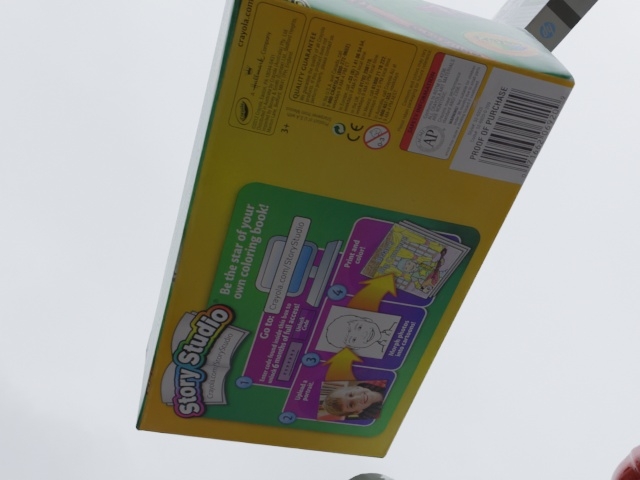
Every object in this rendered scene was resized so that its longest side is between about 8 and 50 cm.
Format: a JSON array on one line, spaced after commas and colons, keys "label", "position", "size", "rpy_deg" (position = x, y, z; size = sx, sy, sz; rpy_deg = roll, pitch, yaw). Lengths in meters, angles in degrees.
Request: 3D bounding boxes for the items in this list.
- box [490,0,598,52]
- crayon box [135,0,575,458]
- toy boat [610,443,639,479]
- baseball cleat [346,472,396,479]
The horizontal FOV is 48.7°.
[{"label": "box", "position": [0.176, -0.182, 0.672], "size": [0.038, 0.145, 0.186], "rpy_deg": [40, -80, -12]}, {"label": "crayon box", "position": [0.000, 0.000, 0.411], "size": [0.166, 0.081, 0.278], "rpy_deg": [11, -59, -15]}, {"label": "toy boat", "position": [0.338, 0.265, 0.557], "size": [0.151, 0.151, 0.231], "rpy_deg": [-36, -107, 18]}, {"label": "baseball cleat", "position": [0.053, 0.230, 0.370], "size": [0.109, 0.072, 0.205], "rpy_deg": [112, -32, -45]}]
